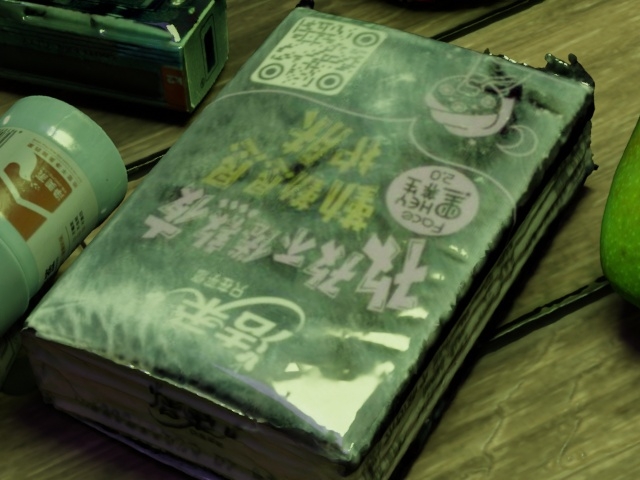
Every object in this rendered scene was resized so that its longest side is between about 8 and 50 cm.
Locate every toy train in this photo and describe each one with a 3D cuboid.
[{"bbox_3d":[-0.275,-0.181,1.432,0.409,0.089,0.086,11,44,18],"label":"toy train"}]

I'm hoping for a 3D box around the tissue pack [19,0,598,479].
[{"bbox_3d":[0.000,0.000,1.213,0.259,0.122,0.361,18,53,24],"label":"tissue pack"}]

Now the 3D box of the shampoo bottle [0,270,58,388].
[{"bbox_3d":[-0.234,0.068,1.207,0.072,0.072,0.214,8,48,14],"label":"shampoo bottle"}]

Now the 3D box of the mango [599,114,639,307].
[{"bbox_3d":[0.328,-0.092,1.208,0.225,0.201,0.382,42,72,11],"label":"mango"}]

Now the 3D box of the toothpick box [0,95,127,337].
[{"bbox_3d":[-0.207,-0.011,1.167,0.101,0.101,0.153,18,48,22],"label":"toothpick box"}]
